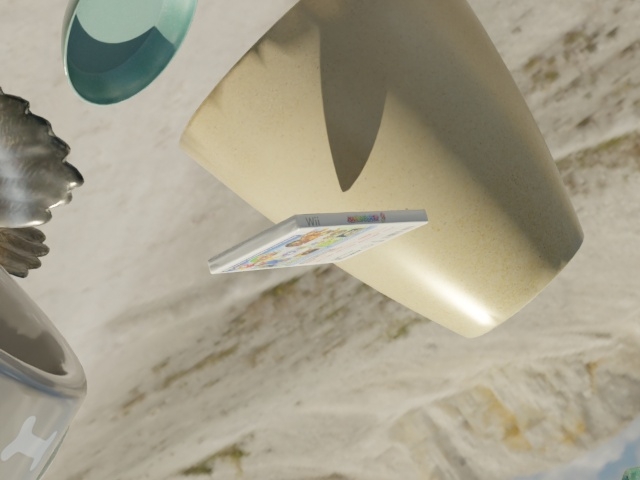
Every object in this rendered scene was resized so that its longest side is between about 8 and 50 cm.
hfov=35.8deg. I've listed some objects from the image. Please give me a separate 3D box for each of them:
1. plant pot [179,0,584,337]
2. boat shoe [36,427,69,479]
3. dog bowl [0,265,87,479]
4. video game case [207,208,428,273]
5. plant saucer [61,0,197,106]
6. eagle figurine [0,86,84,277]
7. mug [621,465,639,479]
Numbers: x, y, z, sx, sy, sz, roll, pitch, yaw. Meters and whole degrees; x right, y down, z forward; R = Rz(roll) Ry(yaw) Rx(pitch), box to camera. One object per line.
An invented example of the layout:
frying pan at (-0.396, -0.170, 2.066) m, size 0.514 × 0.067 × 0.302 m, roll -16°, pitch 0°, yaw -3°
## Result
plant pot at (0.072, -0.062, 0.801) m, size 0.256 × 0.274 × 0.256 m, roll -42°, pitch -178°, yaw 2°
boat shoe at (-0.333, 0.194, 0.766) m, size 0.319 × 0.116 × 0.099 m, roll -39°, pitch 132°, yaw -28°
dog bowl at (-0.247, -0.001, 0.432) m, size 0.102 × 0.349 × 0.349 m, roll -47°, pitch 175°, yaw -8°
video game case at (0.000, 0.000, 0.638) m, size 0.122 × 0.011 × 0.087 m, roll -4°, pitch 165°, yaw -47°
plant saucer at (-0.125, -0.143, 0.630) m, size 0.119 × 0.021 × 0.119 m, roll -47°, pitch 159°, yaw -24°
eagle figurine at (-0.341, -0.030, 0.689) m, size 0.298 × 0.226 × 0.225 m, roll -22°, pitch 130°, yaw -23°
mug at (0.244, 0.261, 0.712) m, size 0.157 × 0.129 × 0.097 m, roll -52°, pitch 158°, yaw -22°
